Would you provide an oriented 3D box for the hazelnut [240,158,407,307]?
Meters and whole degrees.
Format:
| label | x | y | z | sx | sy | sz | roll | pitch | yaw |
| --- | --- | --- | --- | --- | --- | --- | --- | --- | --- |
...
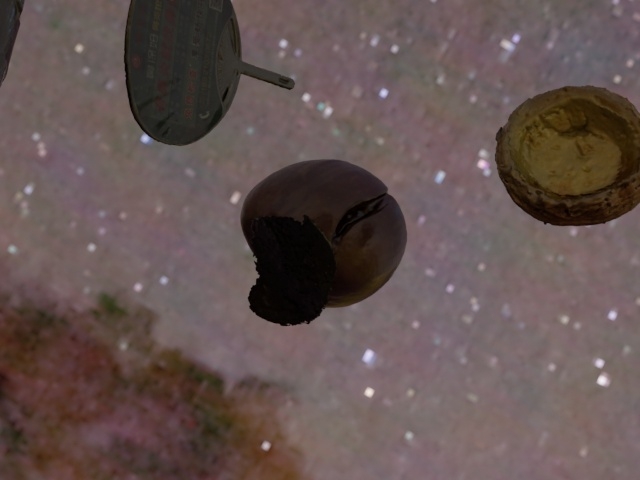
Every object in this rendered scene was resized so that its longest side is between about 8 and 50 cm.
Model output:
| label | x | y | z | sx | sy | sz | roll | pitch | yaw |
| --- | --- | --- | --- | --- | --- | --- | --- | --- | --- |
| hazelnut | 0.000 | 0.000 | 2.169 | 0.234 | 0.218 | 0.218 | 24 | -20 | 40 |

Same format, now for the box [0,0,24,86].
| label | x | y | z | sx | sy | sz | roll | pitch | yaw |
| --- | --- | --- | --- | --- | --- | --- | --- | --- | --- |
| box | -0.357 | -0.183 | 1.407 | 0.148 | 0.210 | 0.129 | 26 | -43 | -23 |

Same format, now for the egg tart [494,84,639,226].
| label | x | y | z | sx | sy | sz | roll | pitch | yaw |
| --- | --- | --- | --- | --- | --- | --- | --- | --- | --- |
| egg tart | 0.318 | -0.096 | 1.942 | 0.212 | 0.212 | 0.090 | 22 | -31 | 19 |

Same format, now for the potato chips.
| label | x | y | z | sx | sy | sz | roll | pitch | yaw |
| --- | --- | --- | --- | --- | --- | --- | --- | --- | --- |
| potato chips | -0.040 | 0.031 | 1.833 | 0.142 | 0.026 | 0.209 | 49 | -36 | -1 |

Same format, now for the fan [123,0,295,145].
| label | x | y | z | sx | sy | sz | roll | pitch | yaw |
| --- | --- | --- | --- | --- | --- | --- | --- | --- | --- |
| fan | -0.136 | -0.240 | 1.822 | 0.012 | 0.294 | 0.223 | 2 | -67 | 36 |
